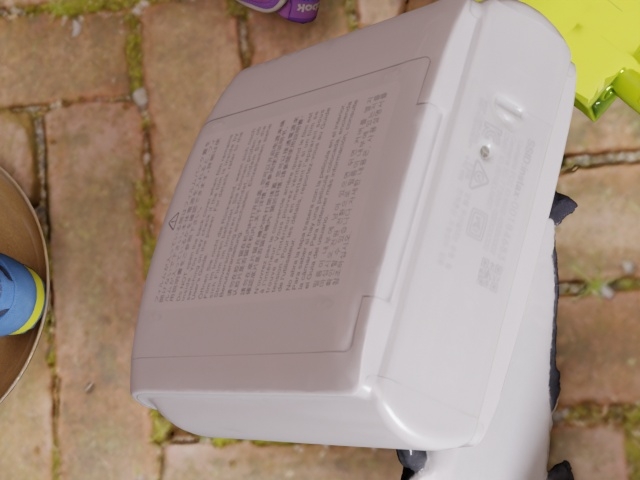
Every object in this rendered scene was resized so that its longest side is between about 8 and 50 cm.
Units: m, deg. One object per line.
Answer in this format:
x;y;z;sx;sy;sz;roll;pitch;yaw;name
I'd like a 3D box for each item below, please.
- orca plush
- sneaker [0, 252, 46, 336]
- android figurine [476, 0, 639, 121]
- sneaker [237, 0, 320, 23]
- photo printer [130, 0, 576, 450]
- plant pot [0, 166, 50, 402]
0.078;0.098;0.904;0.102;0.151;0.287;-7;78;49;orca plush
-0.303;0.029;1.019;0.209;0.082;0.069;4;82;20;sneaker
0.173;-0.196;0.953;0.273;0.056;0.248;42;94;20;android figurine
0.019;-0.231;0.965;0.282;0.102;0.161;5;110;38;sneaker
0.000;0.000;0.873;0.307;0.107;0.256;-9;60;55;photo printer
-0.304;0.042;1.077;0.236;0.032;0.236;-4;78;17;plant pot
